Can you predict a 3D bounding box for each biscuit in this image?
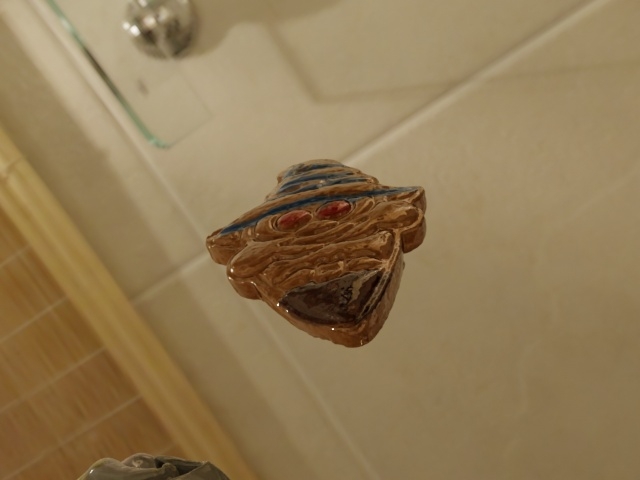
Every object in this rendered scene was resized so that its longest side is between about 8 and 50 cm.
[{"bbox_3d":[0.000,0.000,0.969,0.280,0.183,0.043,-105,-4,-64],"label":"biscuit"}]

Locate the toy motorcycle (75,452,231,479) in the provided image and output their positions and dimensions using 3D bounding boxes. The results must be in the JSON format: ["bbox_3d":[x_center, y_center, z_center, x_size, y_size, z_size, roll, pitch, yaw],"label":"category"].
[{"bbox_3d":[-0.134,0.190,0.790,0.152,0.225,0.073,-118,18,-64],"label":"toy motorcycle"}]
